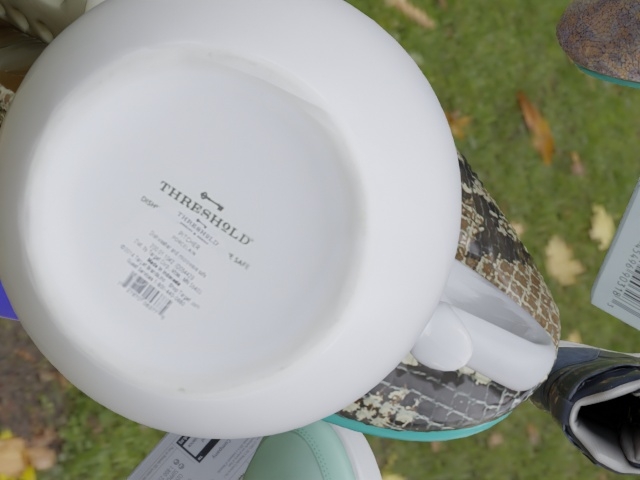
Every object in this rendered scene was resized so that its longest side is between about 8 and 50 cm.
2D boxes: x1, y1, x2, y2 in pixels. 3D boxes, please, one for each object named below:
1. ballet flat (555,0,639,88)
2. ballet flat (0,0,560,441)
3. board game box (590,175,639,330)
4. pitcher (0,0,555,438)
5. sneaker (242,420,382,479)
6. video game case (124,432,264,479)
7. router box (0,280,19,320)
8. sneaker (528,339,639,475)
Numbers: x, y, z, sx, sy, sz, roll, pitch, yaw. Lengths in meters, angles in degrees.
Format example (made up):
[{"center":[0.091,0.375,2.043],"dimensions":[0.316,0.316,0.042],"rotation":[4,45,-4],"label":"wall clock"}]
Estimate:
[{"center":[0.290,-0.143,0.830],"dimensions":[0.106,0.316,0.108],"rotation":[77,21,-48],"label":"ballet flat"},{"center":[-0.098,-0.087,0.666],"dimensions":[0.164,0.482,0.182],"rotation":[-30,134,-32],"label":"ballet flat"},{"center":[0.256,0.002,0.437],"dimensions":[0.303,0.224,0.097],"rotation":[31,58,14],"label":"board game box"},{"center":[0.000,0.000,0.443],"dimensions":[0.177,0.125,0.207],"rotation":[31,6,1],"label":"pitcher"},{"center":[-0.057,0.173,0.665],"dimensions":[0.151,0.094,0.256],"rotation":[34,57,-34],"label":"sneaker"},{"center":[-0.060,0.211,0.990],"dimensions":[0.201,0.183,0.023],"rotation":[-48,156,-12],"label":"video game case"},{"center":[-0.191,-0.073,1.065],"dimensions":[0.335,0.082,0.301],"rotation":[14,39,-20],"label":"router box"},{"center":[0.285,0.134,1.184],"dimensions":[0.163,0.226,0.086],"rotation":[-136,-131,-78],"label":"sneaker"}]
